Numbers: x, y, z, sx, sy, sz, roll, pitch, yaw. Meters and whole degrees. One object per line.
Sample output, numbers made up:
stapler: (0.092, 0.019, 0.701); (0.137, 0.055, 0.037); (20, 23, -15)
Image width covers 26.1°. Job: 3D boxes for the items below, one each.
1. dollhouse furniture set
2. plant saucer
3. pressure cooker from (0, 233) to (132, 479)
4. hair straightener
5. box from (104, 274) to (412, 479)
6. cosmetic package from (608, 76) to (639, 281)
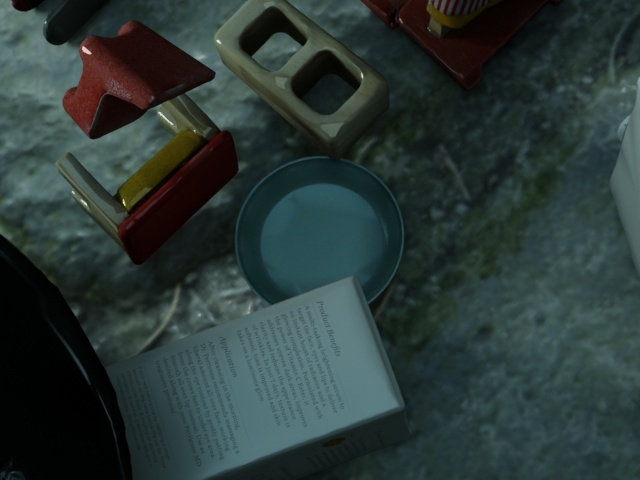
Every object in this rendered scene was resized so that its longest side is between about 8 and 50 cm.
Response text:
dollhouse furniture set: (0.003, -0.138, 0.899); (0.152, 0.201, 0.374); (41, 77, 15)
plant saucer: (0.000, 0.000, 0.969); (0.119, 0.021, 0.119); (-2, 75, 7)
pressure cooker: (-0.332, 0.145, 0.771); (0.370, 0.420, 0.375); (8, 84, -24)
hair straightener: (-0.119, -0.223, 1.038); (0.230, 0.047, 0.089); (-40, 75, -10)
box: (-0.036, 0.105, 0.888); (0.171, 0.130, 0.091); (-20, 73, 0)
cosmetic package: (0.302, 0.086, 0.815); (0.156, 0.217, 0.385); (-14, 76, 3)
